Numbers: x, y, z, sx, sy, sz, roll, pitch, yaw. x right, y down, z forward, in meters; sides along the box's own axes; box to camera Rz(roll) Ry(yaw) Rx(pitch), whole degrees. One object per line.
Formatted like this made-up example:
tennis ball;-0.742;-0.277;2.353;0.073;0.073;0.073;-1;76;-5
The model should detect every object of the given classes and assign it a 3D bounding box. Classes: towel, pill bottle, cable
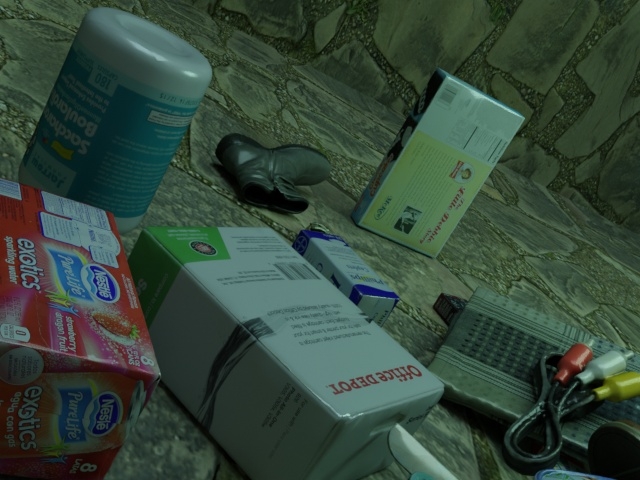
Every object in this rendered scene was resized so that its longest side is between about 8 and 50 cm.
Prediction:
towel;0.322;0.199;1.226;0.324;0.056;0.312;25;29;15
pill bottle;-0.235;-0.106;0.942;0.146;0.264;0.146;27;18;-9
cable;0.302;0.193;1.091;0.139;0.072;0.287;30;31;36

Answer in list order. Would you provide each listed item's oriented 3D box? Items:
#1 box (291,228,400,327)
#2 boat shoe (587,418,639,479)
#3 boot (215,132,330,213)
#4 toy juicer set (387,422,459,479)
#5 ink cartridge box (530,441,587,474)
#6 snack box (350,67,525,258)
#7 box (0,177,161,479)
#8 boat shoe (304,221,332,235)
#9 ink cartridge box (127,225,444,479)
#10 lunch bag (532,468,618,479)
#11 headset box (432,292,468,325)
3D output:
box;0.005;0.077;1.052;0.072;0.126;0.137;12;25;-46
boat shoe;0.437;0.332;1.010;0.104;0.111;0.307;-26;77;-44
boot;-0.061;-0.099;1.509;0.246;0.083;0.161;7;36;-39
toy juicer set;0.133;0.287;0.672;0.209;0.089;0.329;31;31;-5
ink cartridge box;0.309;0.294;1.108;0.063;0.029;0.115;28;19;-3
snack box;0.217;-0.138;1.616;0.187;0.322;0.060;23;19;-23
box;-0.236;0.066;0.718;0.128;0.123;0.257;18;22;-32
boat shoe;-0.002;-0.001;1.363;0.056;0.048;0.153;30;19;-2
ink cartridge box;-0.047;0.114;0.884;0.289;0.121;0.211;41;21;28
lunch bag;0.330;0.364;0.836;0.243;0.115;0.303;21;20;-33
headset box;0.230;0.122;1.424;0.062;0.032;0.083;17;22;-36
